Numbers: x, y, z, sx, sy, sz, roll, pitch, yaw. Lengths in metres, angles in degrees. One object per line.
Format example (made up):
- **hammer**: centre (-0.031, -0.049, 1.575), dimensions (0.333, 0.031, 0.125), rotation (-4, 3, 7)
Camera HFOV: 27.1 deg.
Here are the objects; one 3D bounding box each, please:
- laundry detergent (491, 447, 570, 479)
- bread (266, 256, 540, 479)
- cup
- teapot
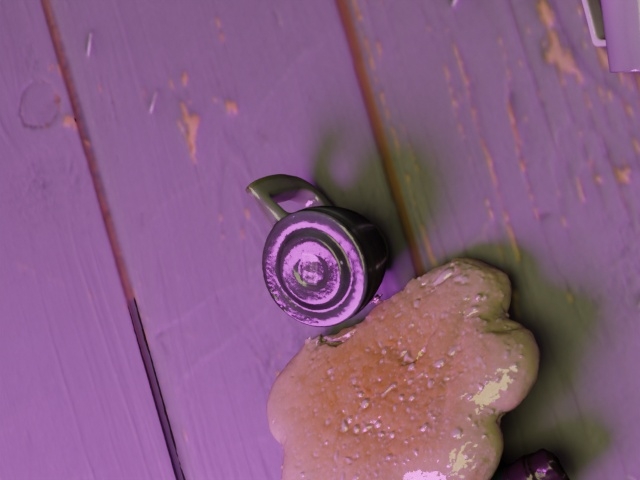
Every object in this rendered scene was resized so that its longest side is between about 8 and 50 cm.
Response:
- **laundry detergent**: centre (0.093, 0.213, 1.029), dimensions (0.221, 0.078, 0.144), rotation (-41, 68, 26)
- **bread**: centre (0.058, 0.129, 1.020), dimensions (0.251, 0.039, 0.182), rotation (-34, 50, 27)
- **cup**: centre (0.219, -0.177, 0.928), dimensions (0.104, 0.074, 0.116), rotation (7, 105, 52)
- **teapot**: centre (0.008, -0.001, 1.046), dimensions (0.092, 0.091, 0.124), rotation (-14, 94, 29)
